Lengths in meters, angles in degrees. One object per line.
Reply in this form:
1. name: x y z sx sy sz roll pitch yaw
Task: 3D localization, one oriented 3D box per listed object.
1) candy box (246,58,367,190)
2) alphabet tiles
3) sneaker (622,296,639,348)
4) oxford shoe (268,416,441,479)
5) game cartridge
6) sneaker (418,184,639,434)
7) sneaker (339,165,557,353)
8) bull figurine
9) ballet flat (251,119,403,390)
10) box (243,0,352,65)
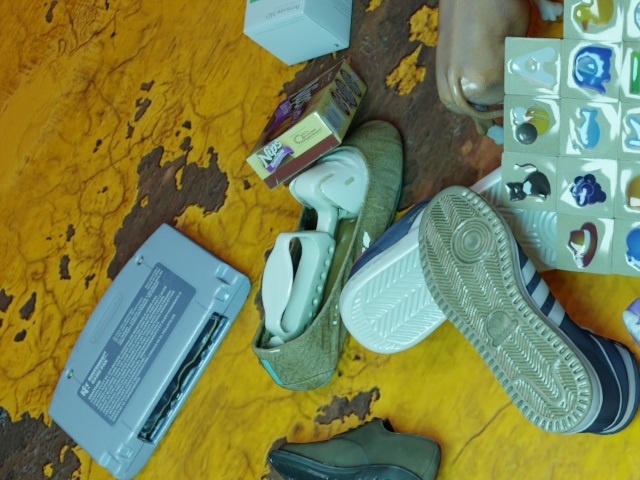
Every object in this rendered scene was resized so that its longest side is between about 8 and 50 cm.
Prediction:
1. candy box: -0.013 -0.141 1.747 0.109 0.053 0.187 -32 17 25
2. alphabet tiles: 0.333 -0.098 1.362 0.342 0.011 0.285 6 108 24
3. sneaker: 0.384 0.101 1.320 0.236 0.095 0.105 30 84 40
4. oxford shoe: 0.040 0.236 1.562 0.227 0.083 0.096 0 46 43
5. game cartridge: -0.223 0.132 1.850 0.196 0.060 0.294 32 90 42
6. sneaker: 0.205 0.074 1.423 0.099 0.153 0.282 -43 57 22
7. sneaker: 0.173 -0.018 1.547 0.350 0.131 0.148 -28 17 10
8. bull figurine: 0.191 -0.260 1.601 0.101 0.188 0.310 -5 65 39
9. ballet flat: 0.000 0.000 1.675 0.116 0.124 0.342 10 75 41
10. box: -0.028 -0.291 1.868 0.101 0.102 0.087 -12 62 35
